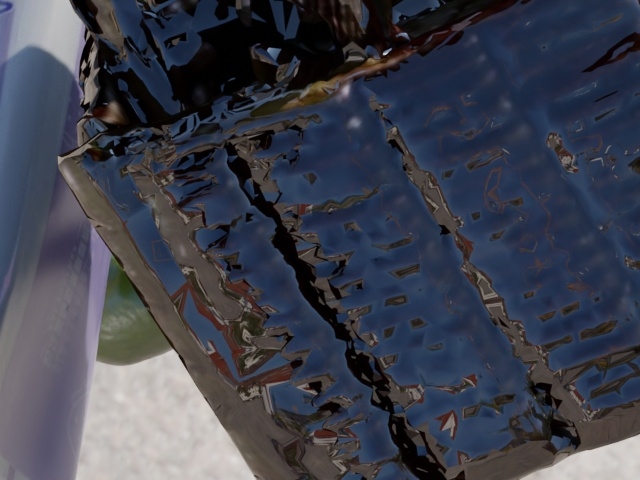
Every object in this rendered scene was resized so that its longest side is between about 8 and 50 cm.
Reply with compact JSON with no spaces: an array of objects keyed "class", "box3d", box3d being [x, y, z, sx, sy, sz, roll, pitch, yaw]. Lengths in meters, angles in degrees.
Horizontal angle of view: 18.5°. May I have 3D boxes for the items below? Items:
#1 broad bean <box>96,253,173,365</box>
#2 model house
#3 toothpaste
[{"class":"broad bean","box3d":[0.004,0.008,0.972,0.318,0.098,0.056,-18,38,11]},{"class":"model house","box3d":[0.029,-0.076,0.695,0.282,0.297,0.317,-39,110,-35]},{"class":"toothpaste","box3d":[-0.117,-0.050,0.848,0.080,0.125,0.371,-7,62,13]}]
